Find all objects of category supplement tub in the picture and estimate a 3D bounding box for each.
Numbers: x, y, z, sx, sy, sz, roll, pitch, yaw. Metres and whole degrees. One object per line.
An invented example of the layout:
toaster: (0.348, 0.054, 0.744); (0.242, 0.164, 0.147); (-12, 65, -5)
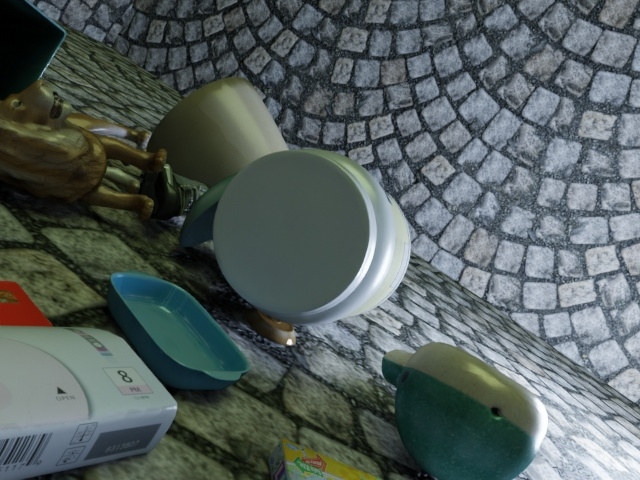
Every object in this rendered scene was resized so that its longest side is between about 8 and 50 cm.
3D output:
supplement tub: (0.000, 0.000, 0.896); (0.235, 0.236, 0.325); (34, 4, 13)

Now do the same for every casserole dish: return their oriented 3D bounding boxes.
casserole dish: (-0.153, 0.096, 0.640); (0.188, 0.037, 0.114); (39, 13, 36)

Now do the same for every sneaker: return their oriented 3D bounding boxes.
sneaker: (-0.218, -0.073, 1.009); (0.132, 0.086, 0.228); (16, 9, -26)

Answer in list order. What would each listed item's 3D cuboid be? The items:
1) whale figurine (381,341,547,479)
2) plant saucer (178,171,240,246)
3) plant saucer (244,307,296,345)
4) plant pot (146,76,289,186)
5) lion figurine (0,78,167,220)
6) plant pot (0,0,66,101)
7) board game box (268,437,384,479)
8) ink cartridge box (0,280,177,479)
whale figurine: (0.159, 0.223, 0.777); (0.216, 0.141, 0.272); (32, -14, -1)
plant saucer: (-0.142, -0.060, 0.955); (0.037, 0.195, 0.195); (56, 14, 8)
plant saucer: (-0.066, 0.114, 0.859); (0.083, 0.015, 0.083); (30, 11, -6)
plant pot: (-0.150, -0.122, 1.199); (0.274, 0.256, 0.256); (51, 14, 11)
lion figurine: (-0.365, -0.132, 0.906); (0.240, 0.142, 0.392); (16, 2, -25)
plant pot: (-0.577, -0.335, 1.006); (0.234, 0.166, 0.165); (22, -10, 34)
board game box: (0.032, 0.238, 0.534); (0.154, 0.026, 0.103); (28, 11, -18)
ink cartridge box: (-0.242, 0.071, 0.450); (0.232, 0.066, 0.189); (42, 14, 29)
